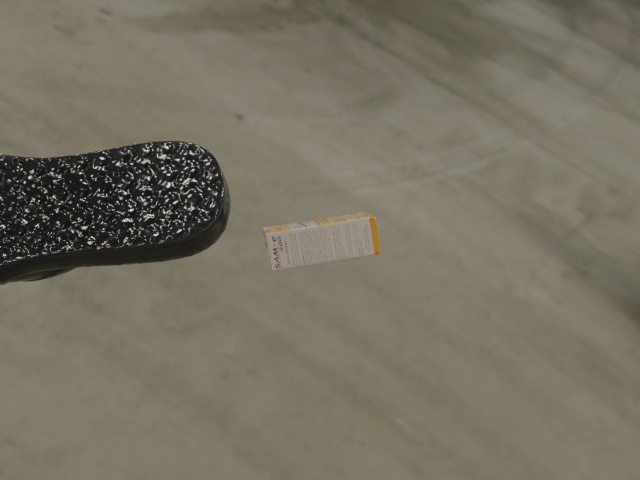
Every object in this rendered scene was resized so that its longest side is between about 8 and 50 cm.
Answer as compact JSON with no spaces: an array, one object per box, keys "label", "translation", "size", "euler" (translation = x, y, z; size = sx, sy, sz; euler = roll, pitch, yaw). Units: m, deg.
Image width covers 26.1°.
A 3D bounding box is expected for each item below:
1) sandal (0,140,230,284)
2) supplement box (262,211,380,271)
[{"label":"sandal","translation":[-0.316,-0.013,1.495],"size":[0.446,0.167,0.107],"euler":[-1,-26,6]},{"label":"supplement box","translation":[0.000,0.000,1.240],"size":[0.098,0.036,0.062],"euler":[-9,6,-6]}]
